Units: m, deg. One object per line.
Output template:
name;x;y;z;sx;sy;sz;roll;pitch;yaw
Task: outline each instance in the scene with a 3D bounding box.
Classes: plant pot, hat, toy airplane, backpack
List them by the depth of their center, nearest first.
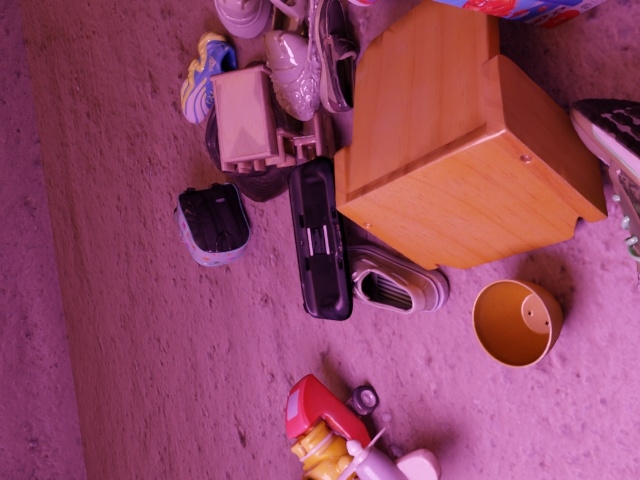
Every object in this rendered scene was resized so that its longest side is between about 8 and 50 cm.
plant pot;0.317;0.119;0.967;0.134;0.095;0.134;11;105;48
toy airplane;0.046;0.494;1.199;0.384;0.272;0.386;20;110;45
hat;-0.187;-0.248;1.453;0.331;0.134;0.331;10;104;48
backpack;-0.264;-0.028;1.552;0.188;0.166;0.144;62;148;25

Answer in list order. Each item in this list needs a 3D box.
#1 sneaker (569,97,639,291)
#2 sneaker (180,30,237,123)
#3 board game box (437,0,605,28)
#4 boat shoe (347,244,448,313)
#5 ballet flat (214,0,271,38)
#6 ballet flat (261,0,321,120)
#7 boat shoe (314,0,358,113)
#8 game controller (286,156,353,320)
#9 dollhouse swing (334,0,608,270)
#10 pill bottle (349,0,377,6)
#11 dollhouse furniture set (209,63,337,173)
sneaker;0.432;-0.012;0.793;0.410;0.158;0.182;61;146;28
sneaker;-0.274;-0.390;1.560;0.126;0.091;0.240;38;122;38
board game box;0.317;-0.372;0.733;0.308;0.302;0.086;-19;82;49
boat shoe;0.102;0.072;1.203;0.302;0.094;0.109;9;103;49
ballet flat;-0.163;-0.557;1.289;0.139;0.139;0.400;59;152;24
ballet flat;-0.061;-0.451;1.268;0.147;0.147;0.409;19;109;46
boat shoe;0.040;-0.361;1.225;0.073;0.080;0.223;10;109;42
game controller;0.000;0.000;1.237;0.166;0.067;0.319;-7;91;54
dollhouse swing;0.229;-0.177;1.009;0.347;0.315;0.305;-25;40;50
pill bottle;0.124;-0.508;1.065;0.221;0.124;0.124;-22;79;48
dollhouse furniture set;-0.105;-0.231;1.236;0.212;0.242;0.161;-7;90;18
